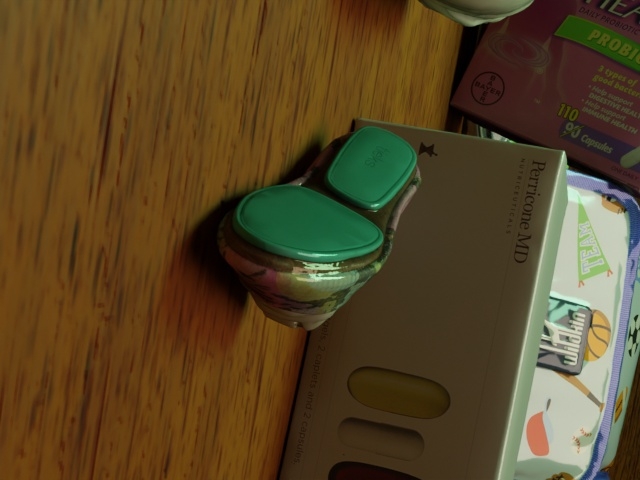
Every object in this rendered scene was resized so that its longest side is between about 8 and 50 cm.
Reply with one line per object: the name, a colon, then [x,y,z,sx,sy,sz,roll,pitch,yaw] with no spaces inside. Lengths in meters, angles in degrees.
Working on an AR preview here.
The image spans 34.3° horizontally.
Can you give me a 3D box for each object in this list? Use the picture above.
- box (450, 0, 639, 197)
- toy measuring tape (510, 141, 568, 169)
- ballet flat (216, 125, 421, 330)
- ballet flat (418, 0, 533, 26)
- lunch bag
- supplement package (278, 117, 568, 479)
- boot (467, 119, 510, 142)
box: [0.290,-0.195,1.062,0.243,0.214,0.117,-63,160,6]
toy measuring tape: [0.272,-0.139,1.356,0.330,0.121,0.121,75,30,-58]
ballet flat: [0.000,0.000,0.561,0.079,0.077,0.221,-65,173,26]
ballet flat: [0.130,-0.240,0.781,0.400,0.139,0.139,-63,158,-48]
lunch bag: [0.213,0.094,1.102,0.385,0.239,0.327,19,82,-59]
supplement package: [0.087,0.068,0.765,0.204,0.145,0.261,30,71,-74]
boot: [0.227,-0.183,1.175,0.069,0.086,0.190,15,84,-44]
